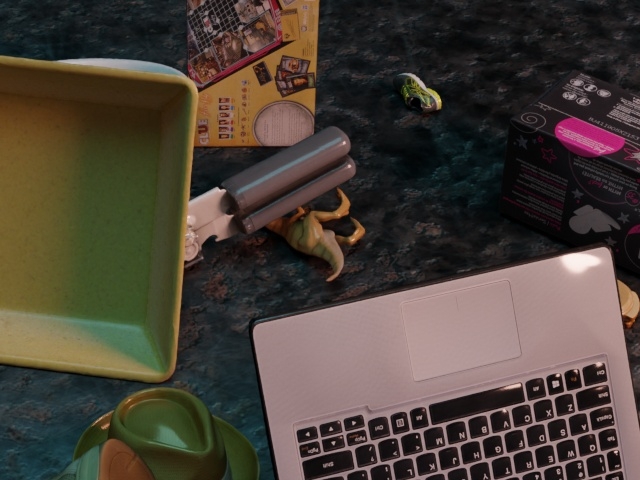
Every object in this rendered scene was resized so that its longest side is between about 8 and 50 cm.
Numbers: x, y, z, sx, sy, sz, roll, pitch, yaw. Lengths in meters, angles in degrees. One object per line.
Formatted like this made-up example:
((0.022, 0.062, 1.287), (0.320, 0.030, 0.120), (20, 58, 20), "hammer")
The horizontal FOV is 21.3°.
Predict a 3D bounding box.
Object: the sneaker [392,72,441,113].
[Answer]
((0.123, -0.196, 2.275), (0.035, 0.031, 0.083), (-28, 47, -34), "sneaker")

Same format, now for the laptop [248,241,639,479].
((0.179, 0.239, 1.547), (0.382, 0.407, 0.236), (-12, 6, -19), "laptop")

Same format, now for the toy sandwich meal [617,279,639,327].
((0.320, 0.071, 1.939), (0.086, 0.029, 0.085), (-2, 38, 2), "toy sandwich meal")

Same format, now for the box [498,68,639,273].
((0.362, -0.077, 2.043), (0.247, 0.142, 0.163), (26, 42, 26), "box")

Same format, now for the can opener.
((-0.093, -0.054, 1.987), (0.280, 0.074, 0.093), (-26, 44, -12), "can opener")

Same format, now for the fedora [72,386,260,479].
((-0.152, 0.204, 1.687), (0.194, 0.079, 0.194), (2, 38, -2), "fedora")

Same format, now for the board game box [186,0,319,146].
((-0.086, -0.228, 2.128), (0.165, 0.243, 0.042), (0, 37, -4), "board game box")

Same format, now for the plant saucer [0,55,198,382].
((-0.300, -0.033, 1.833), (0.333, 0.332, 0.081), (7, 12, 5), "plant saucer")

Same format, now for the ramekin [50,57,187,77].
((-0.287, -0.116, 2.007), (0.277, 0.135, 0.277), (-2, 21, 1), "ramekin")

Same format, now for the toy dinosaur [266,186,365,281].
((0.000, 0.000, 1.997), (0.112, 0.064, 0.211), (-32, 37, -20), "toy dinosaur")

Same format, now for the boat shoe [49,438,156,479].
((-0.211, 0.330, 1.508), (0.110, 0.121, 0.341), (-28, 32, 19), "boat shoe")
